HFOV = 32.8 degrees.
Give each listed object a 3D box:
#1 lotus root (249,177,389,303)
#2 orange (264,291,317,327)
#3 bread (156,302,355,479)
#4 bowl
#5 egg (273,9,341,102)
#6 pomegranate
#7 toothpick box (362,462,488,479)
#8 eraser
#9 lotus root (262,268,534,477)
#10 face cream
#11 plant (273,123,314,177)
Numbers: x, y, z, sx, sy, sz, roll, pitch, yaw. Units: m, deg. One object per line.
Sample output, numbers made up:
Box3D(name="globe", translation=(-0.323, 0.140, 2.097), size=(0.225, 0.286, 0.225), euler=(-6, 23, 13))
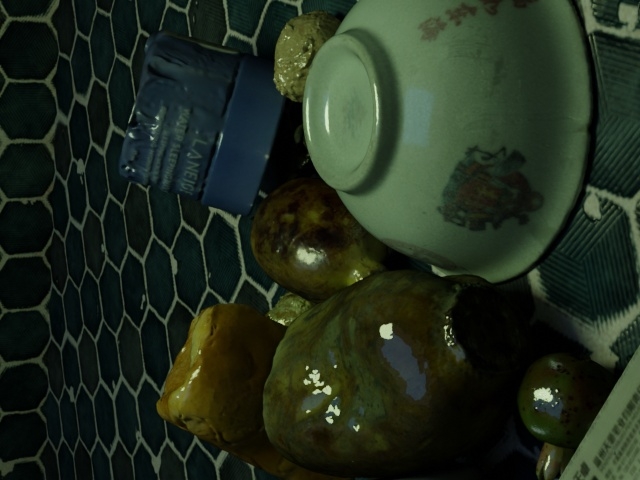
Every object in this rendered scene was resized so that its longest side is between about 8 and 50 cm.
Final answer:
Box3D(name="lotus root", translation=(0.000, 0.000, 1.541), size=(0.169, 0.141, 0.314), euler=(-53, 40, -7))
Box3D(name="orange", translation=(-0.018, 0.142, 1.614), size=(0.134, 0.156, 0.156), euler=(22, 121, 12))
Box3D(name="bread", translation=(-0.045, 0.222, 1.463), size=(0.149, 0.344, 0.195), euler=(-9, 55, 60))
Box3D(name="bowl", translation=(0.104, -0.152, 1.296), size=(0.435, 0.196, 0.435), euler=(13, 105, 59))
Box3D(name="egg", translation=(-0.013, -0.267, 1.579), size=(0.140, 0.116, 0.118), euler=(-62, 29, 4))
Box3D(name="pomegranate", translation=(0.257, 0.187, 1.141), size=(0.114, 0.114, 0.142), euler=(27, 108, 57))
Box3D(name="toothpick box", translation=(0.131, 0.444, 1.335), size=(0.229, 0.229, 0.316), euler=(-27, 72, 59))
Box3D(name="eraser", translation=(0.324, 0.199, 1.046), size=(0.098, 0.096, 0.404), euler=(56, 140, 41))
Box3D(name="lotus root", translation=(0.102, 0.156, 1.289), size=(0.346, 0.250, 0.250), euler=(-33, 65, 53))
Box3D(name="face cream", translation=(-0.183, -0.183, 1.700), size=(0.249, 0.225, 0.249), euler=(-165, 90, -84))
Box3D(name="plant", translation=(-0.020, -0.147, 1.649), size=(0.085, 0.087, 0.174), euler=(48, 144, -5))
